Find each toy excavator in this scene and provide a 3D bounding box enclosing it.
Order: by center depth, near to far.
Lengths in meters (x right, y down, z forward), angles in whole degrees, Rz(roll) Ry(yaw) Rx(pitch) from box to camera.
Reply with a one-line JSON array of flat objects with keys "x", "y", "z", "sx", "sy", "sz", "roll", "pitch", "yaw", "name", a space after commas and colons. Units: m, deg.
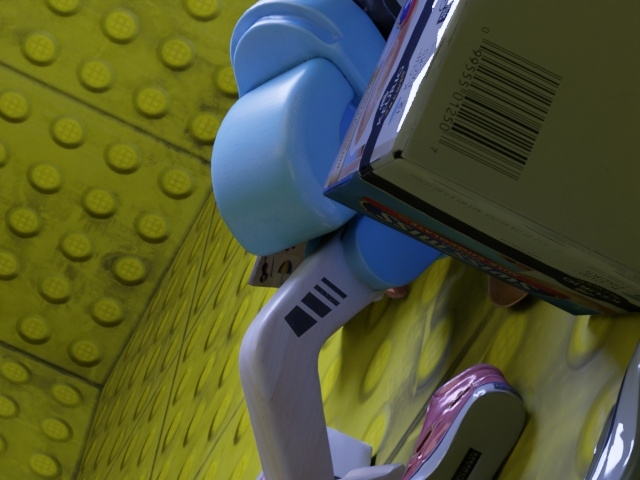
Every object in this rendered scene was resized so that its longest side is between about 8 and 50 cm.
[{"x": 0.011, "y": 0.004, "z": 1.612, "sx": 0.445, "sy": 0.433, "sz": 0.222, "roll": -41, "pitch": 12, "yaw": -31, "name": "toy excavator"}]

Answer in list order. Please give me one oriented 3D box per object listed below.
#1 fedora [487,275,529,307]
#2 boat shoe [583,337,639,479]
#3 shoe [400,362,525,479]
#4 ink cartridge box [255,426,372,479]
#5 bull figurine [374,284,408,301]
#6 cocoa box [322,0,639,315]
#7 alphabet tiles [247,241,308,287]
[{"x": 0.170, "y": -0.040, "z": 1.495, "sx": 0.194, "sy": 0.079, "sz": 0.194, "roll": -60, "pitch": 12, "yaw": 21, "name": "fedora"}, {"x": 0.181, "y": 0.170, "z": 0.958, "sx": 0.094, "sy": 0.109, "sz": 0.302, "roll": 104, "pitch": -170, "yaw": -47, "name": "boat shoe"}, {"x": 0.098, "y": 0.180, "z": 1.400, "sx": 0.178, "sy": 0.063, "sz": 0.081, "roll": -58, "pitch": 10, "yaw": 10, "name": "shoe"}, {"x": -0.027, "y": 0.292, "z": 1.673, "sx": 0.148, "sy": 0.086, "sz": 0.203, "roll": -57, "pitch": 14, "yaw": 36, "name": "ink cartridge box"}, {"x": 0.041, "y": -0.083, "z": 1.866, "sx": 0.101, "sy": 0.310, "sz": 0.188, "roll": 2, "pitch": 44, "yaw": 40, "name": "bull figurine"}, {"x": 0.186, "y": -0.147, "z": 1.240, "sx": 0.347, "sy": 0.231, "sz": 0.228, "roll": -66, "pitch": 10, "yaw": -9, "name": "cocoa box"}, {"x": 0.000, "y": 0.000, "z": 1.973, "sx": 0.237, "sy": 0.009, "sz": 0.198, "roll": 8, "pitch": -77, "yaw": -61, "name": "alphabet tiles"}]
